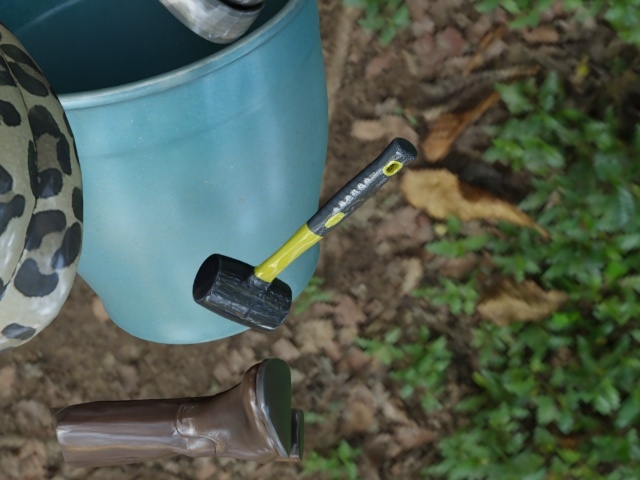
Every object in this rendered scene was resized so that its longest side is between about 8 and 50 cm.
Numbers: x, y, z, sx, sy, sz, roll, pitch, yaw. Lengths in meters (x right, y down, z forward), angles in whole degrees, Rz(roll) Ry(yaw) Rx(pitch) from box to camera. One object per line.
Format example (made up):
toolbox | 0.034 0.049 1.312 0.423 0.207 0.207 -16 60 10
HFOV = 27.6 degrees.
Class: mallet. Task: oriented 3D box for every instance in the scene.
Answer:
mallet | 0.000 0.000 0.816 0.062 0.039 0.189 32 129 -33

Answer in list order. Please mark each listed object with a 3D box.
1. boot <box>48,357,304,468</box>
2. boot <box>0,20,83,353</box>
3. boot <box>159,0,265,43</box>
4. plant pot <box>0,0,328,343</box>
boot | -0.068 0.076 0.552 0.114 0.037 0.106 1 155 5
boot | -0.257 -0.090 0.353 0.284 0.377 0.138 23 96 -54
boot | -0.052 -0.256 0.707 0.263 0.091 0.229 44 125 -11
plant pot | -0.114 -0.071 0.979 0.271 0.271 0.255 -27 128 -18
